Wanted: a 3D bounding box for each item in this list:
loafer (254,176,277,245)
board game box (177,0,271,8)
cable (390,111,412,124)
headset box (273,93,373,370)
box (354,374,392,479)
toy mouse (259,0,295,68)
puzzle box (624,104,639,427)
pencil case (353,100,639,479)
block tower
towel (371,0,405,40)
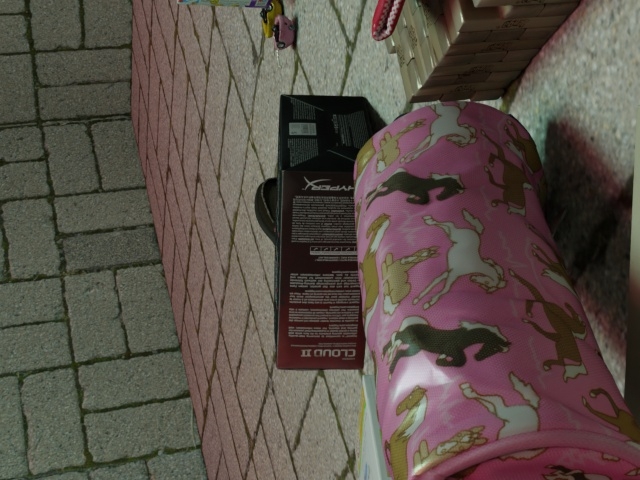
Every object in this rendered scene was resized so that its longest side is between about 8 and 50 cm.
[{"bbox_3d":[-0.033,-0.023,1.428,0.220,0.080,0.078,63,145,37],"label":"loafer"},{"bbox_3d":[-0.104,-0.454,1.294,0.275,0.142,0.144,129,134,-58],"label":"board game box"},{"bbox_3d":[0.091,-0.059,1.027,0.184,0.047,0.151,-159,61,-73],"label":"cable"},{"bbox_3d":[0.000,0.000,1.167,0.218,0.110,0.293,-95,7,-60],"label":"headset box"},{"bbox_3d":[0.100,0.231,0.935,0.203,0.114,0.103,-99,11,-58],"label":"box"},{"bbox_3d":[-0.058,-0.343,1.436,0.143,0.031,0.161,147,115,-72],"label":"toy mouse"},{"bbox_3d":[0.282,0.092,0.447,0.409,0.052,0.272,-141,47,-67],"label":"puzzle box"},{"bbox_3d":[0.114,0.055,0.662,0.386,0.167,0.160,-92,-13,-55],"label":"pencil case"},{"bbox_3d":[0.143,-0.212,0.721,0.335,0.091,0.097,126,135,-67],"label":"block tower"},{"bbox_3d":[0.084,-0.312,0.772,0.199,0.031,0.275,107,177,-45],"label":"towel"}]
